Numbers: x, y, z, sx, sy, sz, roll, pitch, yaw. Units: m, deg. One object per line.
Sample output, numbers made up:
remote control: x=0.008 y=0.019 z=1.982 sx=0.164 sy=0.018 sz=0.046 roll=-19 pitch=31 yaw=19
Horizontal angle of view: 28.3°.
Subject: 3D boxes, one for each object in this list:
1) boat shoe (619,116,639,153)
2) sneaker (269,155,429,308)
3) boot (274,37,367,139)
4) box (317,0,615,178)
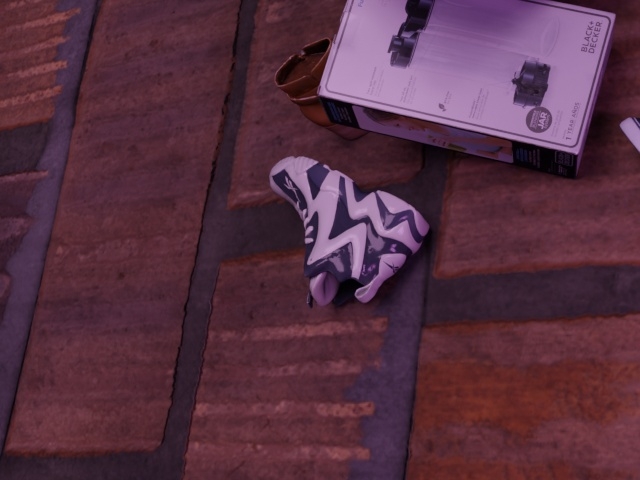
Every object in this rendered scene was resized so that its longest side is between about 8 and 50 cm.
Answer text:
boat shoe: x=0.384 y=-0.079 z=1.268 sx=0.083 sy=0.065 sz=0.183 roll=-43 pitch=56 yaw=10
sneaker: x=0.000 y=0.000 z=1.498 sx=0.235 sy=0.094 sz=0.153 roll=26 pitch=78 yaw=32
boot: x=0.054 y=-0.209 z=1.515 sx=0.197 sy=0.152 sz=0.073 roll=-41 pitch=50 yaw=15
box: x=0.160 y=-0.188 z=1.390 sx=0.290 sy=0.087 sz=0.169 roll=14 pitch=78 yaw=13
